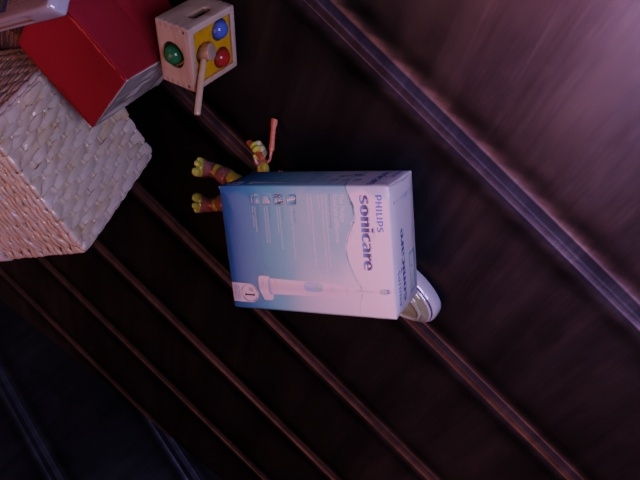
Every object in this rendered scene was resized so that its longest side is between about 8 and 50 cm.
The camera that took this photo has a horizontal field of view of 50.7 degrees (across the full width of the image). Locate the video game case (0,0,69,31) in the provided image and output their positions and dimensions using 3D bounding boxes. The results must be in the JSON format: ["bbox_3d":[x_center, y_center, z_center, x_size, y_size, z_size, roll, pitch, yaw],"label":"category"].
[{"bbox_3d":[-0.456,-0.494,1.067,0.300,0.329,0.036,6,173,39],"label":"video game case"}]

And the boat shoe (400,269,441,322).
[{"bbox_3d":[0.074,0.065,1.230,0.302,0.094,0.109,34,141,14],"label":"boat shoe"}]

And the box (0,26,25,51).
[{"bbox_3d":[-0.588,-0.408,1.392,0.183,0.056,0.231,28,143,-6],"label":"box"}]

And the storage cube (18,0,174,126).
[{"bbox_3d":[-0.372,-0.350,1.182,0.193,0.184,0.215,50,142,-9],"label":"storage cube"}]

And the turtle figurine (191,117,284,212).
[{"bbox_3d":[-0.137,-0.105,1.273,0.217,0.087,0.270,10,115,27],"label":"turtle figurine"}]

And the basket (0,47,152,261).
[{"bbox_3d":[-0.571,-0.177,1.344,0.266,0.331,0.328,-2,135,28],"label":"basket"}]

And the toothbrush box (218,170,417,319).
[{"bbox_3d":[0.000,0.000,1.114,0.295,0.126,0.216,1,107,25],"label":"toothbrush box"}]

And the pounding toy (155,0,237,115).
[{"bbox_3d":[-0.197,-0.302,1.099,0.100,0.141,0.130,26,139,22],"label":"pounding toy"}]
